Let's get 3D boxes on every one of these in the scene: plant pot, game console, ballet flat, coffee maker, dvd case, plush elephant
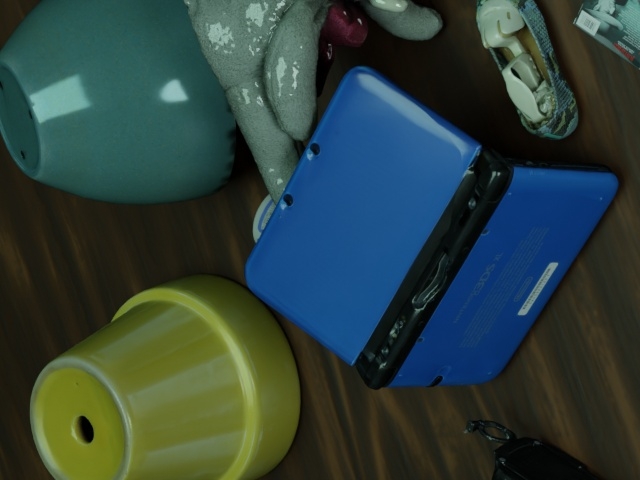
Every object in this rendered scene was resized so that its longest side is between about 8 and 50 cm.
[{"bbox_3d":[-0.192,0.185,2.249,0.254,0.239,0.254,12,109,38],"label":"plant pot"},{"bbox_3d":[0.108,-0.010,1.977,0.173,0.250,0.293,57,131,37],"label":"game console"},{"bbox_3d":[0.196,-0.186,1.951,0.070,0.070,0.188,-36,77,39],"label":"ballet flat"},{"bbox_3d":[0.207,0.304,2.044,0.171,0.120,0.178,50,130,48],"label":"coffee maker"},{"bbox_3d":[0.300,-0.236,1.886,0.087,0.013,0.119,38,121,26],"label":"dvd case"},{"bbox_3d":[-0.247,-0.159,2.171,0.290,0.195,0.290,44,144,43],"label":"plant pot"},{"bbox_3d":[0.005,-0.248,1.993,0.255,0.272,0.330,-22,130,7],"label":"plush elephant"}]

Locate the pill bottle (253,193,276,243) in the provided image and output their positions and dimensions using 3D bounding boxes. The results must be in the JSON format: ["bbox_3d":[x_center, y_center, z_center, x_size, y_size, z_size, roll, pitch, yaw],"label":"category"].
[{"bbox_3d":[0.000,0.000,2.149,0.137,0.078,0.078,29,118,31],"label":"pill bottle"}]
